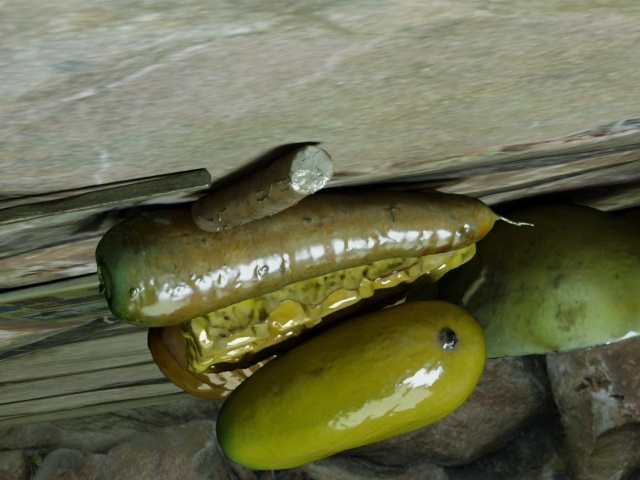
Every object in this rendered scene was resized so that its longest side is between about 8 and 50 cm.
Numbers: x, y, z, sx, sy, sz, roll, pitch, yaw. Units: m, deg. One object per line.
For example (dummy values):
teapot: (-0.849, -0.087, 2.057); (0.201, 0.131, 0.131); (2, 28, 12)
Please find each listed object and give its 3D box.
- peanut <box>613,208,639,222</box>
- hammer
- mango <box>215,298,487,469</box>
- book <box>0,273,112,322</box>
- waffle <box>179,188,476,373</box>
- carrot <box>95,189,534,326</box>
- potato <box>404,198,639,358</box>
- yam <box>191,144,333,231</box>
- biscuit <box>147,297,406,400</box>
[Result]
peanut: (0.310, 0.009, 1.446); (0.194, 0.083, 0.093); (-10, 158, 25)
hammer: (-0.207, -0.010, 1.020); (0.292, 0.029, 0.058); (-10, 174, 4)
mango: (0.015, 0.112, 1.265); (0.237, 0.091, 0.137); (-26, 163, 19)
book: (-0.204, 0.049, 1.487); (0.168, 0.013, 0.192); (-10, 171, 18)
waffle: (0.002, 0.038, 1.275); (0.229, 0.057, 0.219); (-20, 169, -11)
carrot: (0.000, 0.000, 1.142); (0.298, 0.078, 0.078); (-9, 173, -13)
potato: (0.166, 0.027, 1.333); (0.160, 0.111, 0.272); (-11, -178, -39)
yam: (-0.036, -0.028, 1.031); (0.032, 0.032, 0.145); (-4, 172, -29)
biscuit: (-0.017, 0.106, 1.789); (0.326, 0.107, 0.326); (-5, 170, -1)
